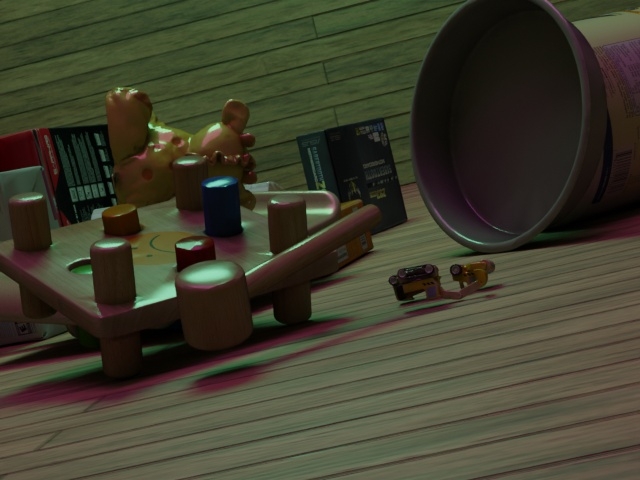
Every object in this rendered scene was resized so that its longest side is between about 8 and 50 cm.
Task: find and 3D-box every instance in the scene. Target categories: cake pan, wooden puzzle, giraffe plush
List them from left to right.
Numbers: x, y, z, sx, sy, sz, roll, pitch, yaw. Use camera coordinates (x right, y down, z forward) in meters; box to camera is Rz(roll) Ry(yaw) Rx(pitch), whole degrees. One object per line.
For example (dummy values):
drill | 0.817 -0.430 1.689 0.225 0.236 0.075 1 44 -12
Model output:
wooden puzzle | -0.186 0.034 1.637 0.322 0.080 0.348 0 21 34
giraffe plush | -0.164 -0.099 1.659 0.170 0.181 0.210 -6 25 -7
cake pan | 0.209 -0.132 1.537 0.054 0.293 0.293 2 -5 -35

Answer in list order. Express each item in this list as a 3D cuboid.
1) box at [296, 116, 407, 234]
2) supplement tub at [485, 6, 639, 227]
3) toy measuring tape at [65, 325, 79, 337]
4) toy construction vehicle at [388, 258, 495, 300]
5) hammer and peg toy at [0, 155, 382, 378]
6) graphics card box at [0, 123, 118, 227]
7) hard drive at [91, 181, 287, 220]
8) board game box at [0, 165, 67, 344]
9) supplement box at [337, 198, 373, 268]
box | 0.055 -0.098 2.248 0.059 0.183 0.233 -11 4 29
supplement tub | 0.363 -0.160 1.683 0.325 0.235 0.235 -16 4 -28
toy measuring tape | -0.455 0.117 1.703 0.330 0.121 0.121 6 10 17
toy construction vehicle | 0.107 0.040 1.243 0.098 0.035 0.086 -10 -6 14
hammer and peg toy | -0.117 0.030 1.288 0.266 0.127 0.361 -16 23 -32
graphics card box | -0.399 -0.073 2.287 0.094 0.232 0.371 -13 4 16
hard drive | -0.150 -0.013 2.009 0.307 0.040 0.203 -7 -25 30
board game box | -0.485 0.037 1.870 0.303 0.224 0.097 -11 6 31
supplement box | 0.000 0.000 1.826 0.078 0.080 0.233 -13 2 19
